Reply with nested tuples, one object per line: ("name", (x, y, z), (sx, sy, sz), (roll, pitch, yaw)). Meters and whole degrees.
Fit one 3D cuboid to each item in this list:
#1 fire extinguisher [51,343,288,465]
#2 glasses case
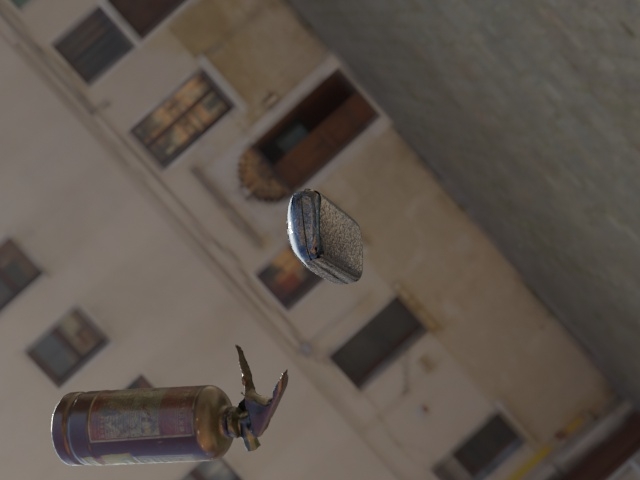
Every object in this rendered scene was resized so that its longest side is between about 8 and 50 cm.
("fire extinguisher", (-0.140, 0.166, 1.360), (0.075, 0.252, 0.106), (-70, -34, -45))
("glasses case", (0.000, 0.000, 0.676), (0.083, 0.023, 0.033), (32, -123, -70))
